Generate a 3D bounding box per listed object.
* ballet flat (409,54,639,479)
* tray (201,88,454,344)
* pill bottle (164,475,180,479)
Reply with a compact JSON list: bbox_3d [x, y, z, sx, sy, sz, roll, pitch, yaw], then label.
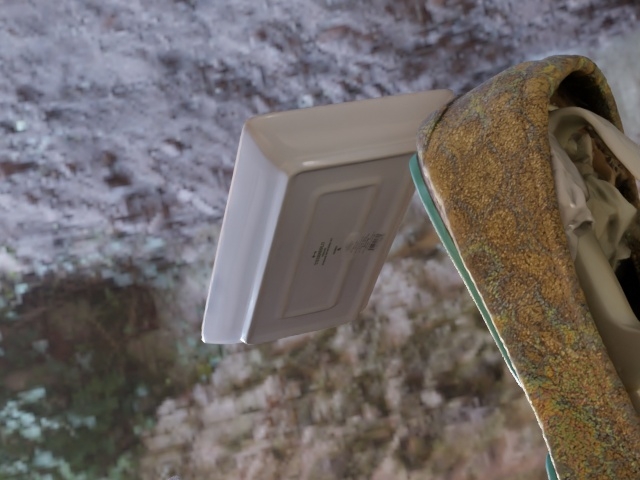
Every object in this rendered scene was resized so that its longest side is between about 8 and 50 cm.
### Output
[{"bbox_3d":[0.141,0.065,0.486,0.123,0.348,0.123,-16,153,-8],"label":"ballet flat"},{"bbox_3d":[0.000,0.000,0.818,0.145,0.030,0.270,-12,149,-20],"label":"tray"},{"bbox_3d":[-0.150,0.213,0.729,0.160,0.087,0.087,-24,172,-12],"label":"pill bottle"}]
